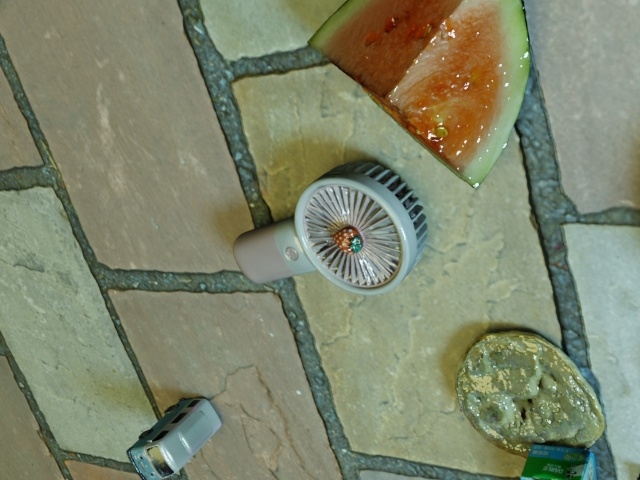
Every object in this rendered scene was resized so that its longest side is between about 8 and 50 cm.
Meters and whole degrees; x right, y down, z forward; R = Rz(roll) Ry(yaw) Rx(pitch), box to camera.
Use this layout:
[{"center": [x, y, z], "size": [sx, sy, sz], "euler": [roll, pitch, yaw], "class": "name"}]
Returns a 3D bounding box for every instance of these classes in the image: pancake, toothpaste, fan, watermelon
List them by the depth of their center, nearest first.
[{"center": [0.099, -0.136, 0.729], "size": [0.193, 0.137, 0.145], "euler": [-12, 144, 41], "class": "watermelon"}, {"center": [0.208, 0.158, 0.877], "size": [0.158, 0.028, 0.158], "euler": [16, 125, 25], "class": "pancake"}, {"center": [0.000, 0.000, 0.896], "size": [0.244, 0.074, 0.130], "euler": [-17, 107, 43], "class": "fan"}, {"center": [0.269, 0.328, 0.907], "size": [0.065, 0.050, 0.266], "euler": [-2, 121, 31], "class": "toothpaste"}]

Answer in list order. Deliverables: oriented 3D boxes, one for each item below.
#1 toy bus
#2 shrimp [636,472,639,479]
[{"center": [-0.194, 0.268, 1.182], "size": [0.075, 0.123, 0.060], "euler": [-18, 105, 39], "class": "toy bus"}, {"center": [0.392, 0.253, 0.783], "size": [0.198, 0.051, 0.262], "euler": [34, 136, 16], "class": "shrimp"}]
